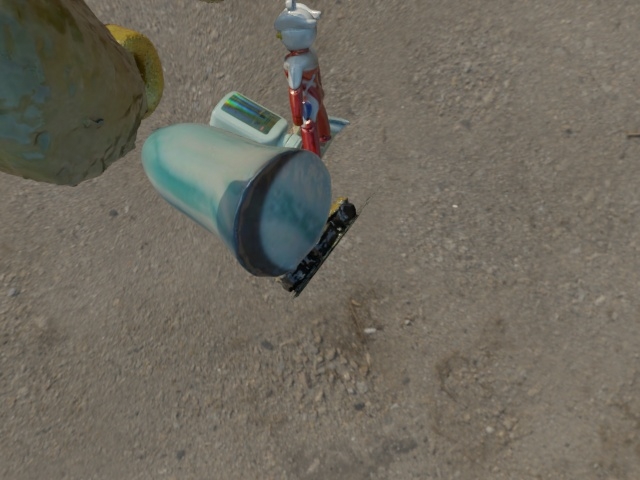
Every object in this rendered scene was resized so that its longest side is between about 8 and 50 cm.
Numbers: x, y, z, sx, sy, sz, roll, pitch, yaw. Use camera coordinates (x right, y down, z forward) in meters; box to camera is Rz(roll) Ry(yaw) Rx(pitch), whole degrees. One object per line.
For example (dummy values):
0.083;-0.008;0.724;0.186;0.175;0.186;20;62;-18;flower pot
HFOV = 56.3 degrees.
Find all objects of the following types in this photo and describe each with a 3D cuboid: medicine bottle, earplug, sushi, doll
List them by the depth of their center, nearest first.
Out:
-0.161;-0.090;0.901;0.185;0.323;0.185;-29;132;-39;earplug
0.000;0.000;1.243;0.059;0.292;0.294;38;73;-1;sushi
-0.034;-0.362;1.379;0.098;0.188;0.384;2;129;13;doll
-0.157;-0.285;1.529;0.228;0.083;0.121;30;48;2;medicine bottle

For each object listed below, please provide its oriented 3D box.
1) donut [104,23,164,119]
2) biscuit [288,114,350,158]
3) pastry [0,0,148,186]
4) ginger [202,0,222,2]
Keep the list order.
-0.545;-0.462;1.684;0.108;0.277;0.278;12;97;23;donut
-0.039;-0.319;1.961;0.185;0.309;0.079;11;57;-19;biscuit
-0.261;-0.163;0.432;0.329;0.330;0.136;36;95;-14;pastry
-0.173;-0.514;1.108;0.115;0.206;0.081;-33;121;32;ginger
